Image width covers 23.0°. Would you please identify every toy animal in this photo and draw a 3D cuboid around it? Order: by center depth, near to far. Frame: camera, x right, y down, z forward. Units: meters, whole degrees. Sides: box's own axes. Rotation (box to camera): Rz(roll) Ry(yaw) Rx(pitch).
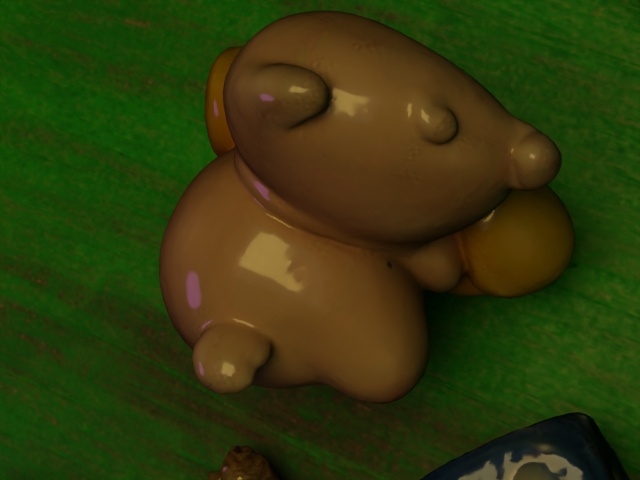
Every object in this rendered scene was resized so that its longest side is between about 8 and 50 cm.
[{"bbox_3d":[0.019,0.011,1.047,0.277,0.345,0.247,31,82,-11],"label":"toy animal"}]

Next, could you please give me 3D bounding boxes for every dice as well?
[{"bbox_3d":[0.147,0.203,1.048,0.146,0.146,0.143,-32,70,14],"label":"dice"}]

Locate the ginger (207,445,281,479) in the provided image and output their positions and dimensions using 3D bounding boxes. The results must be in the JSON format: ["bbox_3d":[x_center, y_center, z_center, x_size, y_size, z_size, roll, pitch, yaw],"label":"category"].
[{"bbox_3d":[-0.015,0.252,1.145,0.137,0.074,0.213,-9,72,19],"label":"ginger"}]
